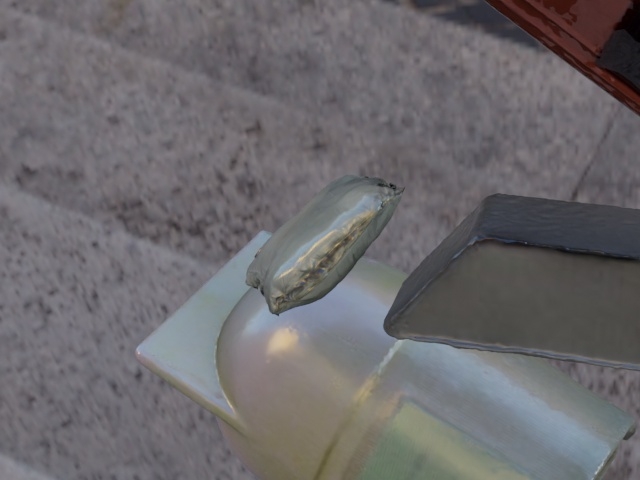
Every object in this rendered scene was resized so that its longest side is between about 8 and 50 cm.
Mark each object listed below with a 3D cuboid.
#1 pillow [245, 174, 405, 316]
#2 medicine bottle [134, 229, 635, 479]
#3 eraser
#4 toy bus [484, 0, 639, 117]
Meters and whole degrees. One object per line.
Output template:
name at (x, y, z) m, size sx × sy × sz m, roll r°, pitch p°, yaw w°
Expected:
pillow at (0.000, 0.000, 1.284) m, size 0.128 × 0.229 × 0.051 m, roll -42°, pitch 97°, yaw -3°
medicine bottle at (0.053, 0.151, 1.548) m, size 0.406 × 0.236 × 0.236 m, roll 32°, pitch 67°, yaw 14°
eraser at (0.219, 0.033, 1.050) m, size 0.352 × 0.077 × 0.111 m, roll 7°, pitch 16°, yaw 9°
toy bus at (0.166, -0.258, 1.101) m, size 0.427 × 0.203 × 0.233 m, roll 38°, pitch 65°, yaw 8°
